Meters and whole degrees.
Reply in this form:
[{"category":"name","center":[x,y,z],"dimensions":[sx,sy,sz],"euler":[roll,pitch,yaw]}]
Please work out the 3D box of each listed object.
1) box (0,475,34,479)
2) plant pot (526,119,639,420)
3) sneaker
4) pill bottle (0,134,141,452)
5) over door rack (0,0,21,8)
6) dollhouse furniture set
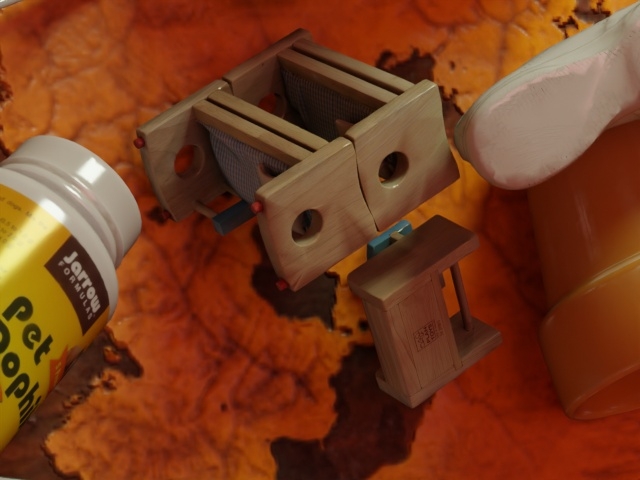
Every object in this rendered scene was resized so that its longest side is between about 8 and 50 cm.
[{"category":"box","center":[-0.069,0.228,1.081],"dimensions":[0.290,0.087,0.169],"euler":[10,80,-23]},{"category":"plant pot","center":[0.209,-0.016,1.190],"dimensions":[0.205,0.205,0.188],"euler":[-14,74,-25]},{"category":"sneaker","center":[0.171,-0.100,1.107],"dimensions":[0.212,0.094,0.080],"euler":[-22,104,-3]},{"category":"pill bottle","center":[-0.185,0.043,1.024],"dimensions":[0.117,0.117,0.215],"euler":[46,54,-12]},{"category":"over door rack","center":[-0.232,-0.219,1.056],"dimensions":[0.324,0.108,0.239],"euler":[-26,93,-24]},{"category":"dollhouse furniture set","center":[0.000,0.000,1.143],"dimensions":[0.129,0.129,0.183],"euler":[-34,127,-23]}]
